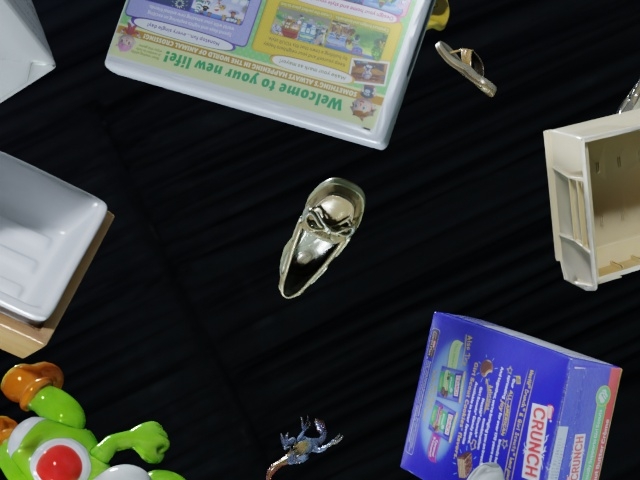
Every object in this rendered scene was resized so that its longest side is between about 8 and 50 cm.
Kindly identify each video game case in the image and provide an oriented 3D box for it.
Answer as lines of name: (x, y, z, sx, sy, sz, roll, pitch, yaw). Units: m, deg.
video game case: (-0.024, -0.181, 0.726, 0.212, 0.193, 0.023, 18, 177, 16)

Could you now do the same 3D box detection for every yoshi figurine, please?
yoshi figurine: (-0.315, 0.336, 1.510, 0.362, 0.203, 0.204, 34, 133, 23)

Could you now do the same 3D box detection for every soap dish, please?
soap dish: (-0.451, 0.017, 1.513, 0.118, 0.228, 0.291, -57, 11, 38)

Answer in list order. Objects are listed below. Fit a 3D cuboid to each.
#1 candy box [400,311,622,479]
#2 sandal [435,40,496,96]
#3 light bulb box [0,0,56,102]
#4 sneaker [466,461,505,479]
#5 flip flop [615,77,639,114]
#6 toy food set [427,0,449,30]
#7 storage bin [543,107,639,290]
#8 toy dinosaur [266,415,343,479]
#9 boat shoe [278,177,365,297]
candy box: (0.281, 0.274, 1.610, 0.317, 0.122, 0.268, 18, 96, 58)
sandal: (0.286, -0.334, 2.011, 0.072, 0.049, 0.180, 27, -163, -42)
light bulb box: (-0.562, -0.379, 1.392, 0.358, 0.225, 0.361, 58, 180, -43)
sneaker: (0.203, 0.347, 1.300, 0.061, 0.053, 0.152, -135, 52, -67)
flip flop: (0.643, -0.309, 1.960, 0.080, 0.277, 0.112, 34, 154, 11)
toy food set: (0.028, -0.269, 1.023, 0.071, 0.217, 0.128, 108, 180, -52)
storage bin: (0.504, -0.072, 1.665, 0.123, 0.262, 0.261, -144, 42, -66)
toy dinosaur: (-0.022, 0.234, 1.223, 0.047, 0.090, 0.082, 56, -166, 17)
boat shoe: (-0.002, 0.000, 1.012, 0.153, 0.056, 0.048, -52, 17, 48)
